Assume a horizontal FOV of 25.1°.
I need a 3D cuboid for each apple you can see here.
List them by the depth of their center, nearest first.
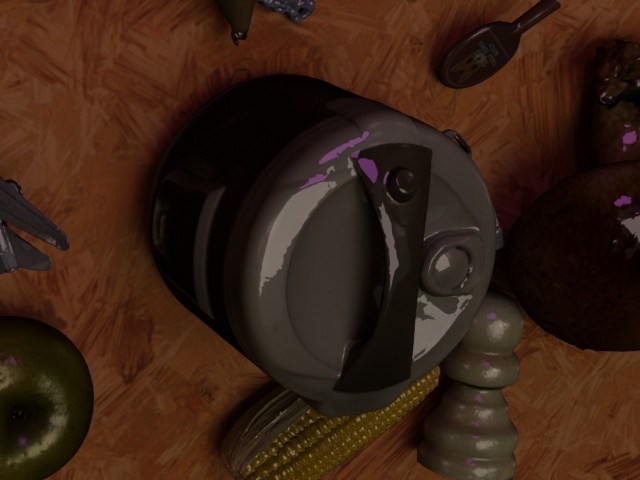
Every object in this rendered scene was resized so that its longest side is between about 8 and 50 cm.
[{"bbox_3d":[-0.338,0.169,1.514,0.196,0.157,0.196,-12,114,-28],"label":"apple"}]

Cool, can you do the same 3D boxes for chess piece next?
[{"bbox_3d":[0.206,0.183,1.886,0.133,0.133,0.243,1,101,-32],"label":"chess piece"}]

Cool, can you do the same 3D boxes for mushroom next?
[{"bbox_3d":[0.376,-0.037,1.852,0.331,0.356,0.334,-24,163,-36],"label":"mushroom"}]

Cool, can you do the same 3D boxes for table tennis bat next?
[{"bbox_3d":[0.193,-0.279,1.758,0.170,0.119,0.107,-35,153,11],"label":"table tennis bat"}]

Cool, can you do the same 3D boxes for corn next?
[{"bbox_3d":[0.016,0.209,1.783,0.305,0.122,0.123,-32,79,-20],"label":"corn"}]

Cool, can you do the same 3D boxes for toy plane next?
[{"bbox_3d":[-0.369,-0.084,1.443,0.088,0.212,0.267,-36,114,-67],"label":"toy plane"}]

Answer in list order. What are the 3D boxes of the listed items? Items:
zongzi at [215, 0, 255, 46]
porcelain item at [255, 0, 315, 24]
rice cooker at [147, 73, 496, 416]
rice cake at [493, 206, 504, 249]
[{"bbox_3d":[-0.155,-0.326,1.475,0.228,0.115,0.256,-3,121,-27],"label":"zongzi"},{"bbox_3d":[-0.040,-0.268,1.607,0.083,0.028,0.036,17,116,-36],"label":"porcelain item"},{"bbox_3d":[0.000,0.000,1.551,0.335,0.325,0.335,-12,114,-28],"label":"rice cooker"},{"bbox_3d":[0.081,0.054,1.787,0.336,0.063,0.066,-31,115,-17],"label":"rice cake"}]
